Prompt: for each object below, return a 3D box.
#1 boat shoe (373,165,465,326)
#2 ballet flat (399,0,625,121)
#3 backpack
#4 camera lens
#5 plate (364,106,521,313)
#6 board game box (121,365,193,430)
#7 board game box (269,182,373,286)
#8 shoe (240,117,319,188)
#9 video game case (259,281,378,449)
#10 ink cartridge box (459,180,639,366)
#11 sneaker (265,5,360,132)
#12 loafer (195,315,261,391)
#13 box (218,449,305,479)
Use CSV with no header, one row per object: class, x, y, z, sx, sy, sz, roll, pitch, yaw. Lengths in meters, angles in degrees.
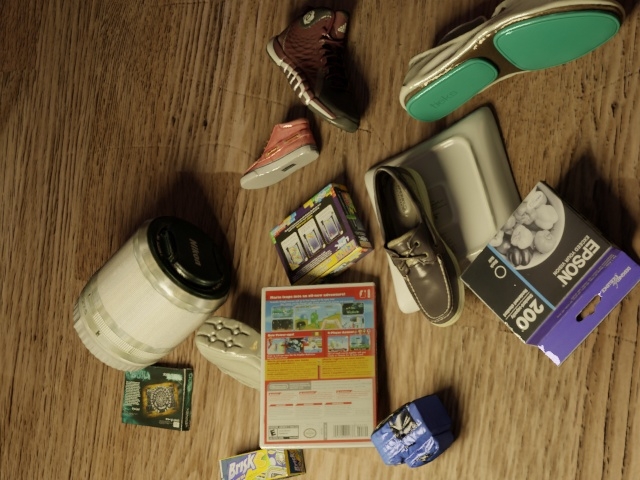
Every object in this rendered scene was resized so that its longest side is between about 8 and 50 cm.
boat shoe,0.148,0.006,1.722,0.103,0.092,0.285,-28,68,33
ballet flat,0.290,-0.324,1.699,0.400,0.139,0.139,-23,69,36
backpack,0.147,0.322,1.734,0.120,0.098,0.101,-40,64,28
camera lens,-0.327,0.102,2.078,0.274,0.219,0.219,-42,60,28
plate,0.200,-0.049,1.777,0.277,0.045,0.278,-27,68,33
board game box,-0.337,0.321,2.182,0.186,0.026,0.126,-1,83,40
board game box,0.000,0.000,1.933,0.170,0.048,0.141,-37,64,30
shoe,-0.084,-0.166,2.020,0.178,0.063,0.081,-26,67,29
video game case,-0.003,0.217,1.839,0.204,0.025,0.285,-3,73,10
ink cartridge box,0.349,0.053,1.616,0.208,0.045,0.206,45,113,21
sneaker,0.016,-0.334,1.932,0.162,0.106,0.281,-50,56,19
loafer,-0.083,0.228,1.942,0.319,0.111,0.112,21,64,28
box,-0.110,0.419,1.962,0.169,0.054,0.059,-21,71,37
